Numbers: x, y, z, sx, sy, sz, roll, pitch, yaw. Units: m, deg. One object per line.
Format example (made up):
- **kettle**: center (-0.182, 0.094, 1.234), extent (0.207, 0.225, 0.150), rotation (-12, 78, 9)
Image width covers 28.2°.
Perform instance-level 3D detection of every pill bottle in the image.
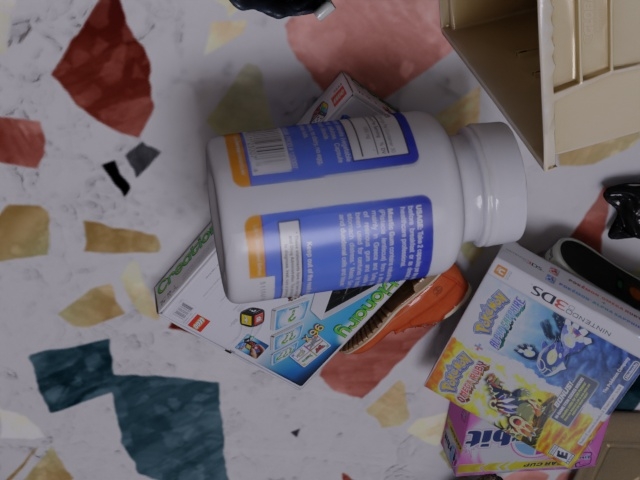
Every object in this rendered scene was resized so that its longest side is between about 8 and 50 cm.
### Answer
- **pill bottle**: center (0.040, -0.035, 1.146), extent (0.272, 0.152, 0.152), rotation (-7, 125, -8)

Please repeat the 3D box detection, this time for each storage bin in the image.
- **storage bin**: center (0.185, -0.243, 1.037), extent (0.123, 0.262, 0.260), rotation (-14, 126, -6)

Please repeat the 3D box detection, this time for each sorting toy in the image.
- **sorting toy**: center (0.453, 0.317, 1.635), extent (0.307, 0.041, 0.229), rotation (5, 118, -18)

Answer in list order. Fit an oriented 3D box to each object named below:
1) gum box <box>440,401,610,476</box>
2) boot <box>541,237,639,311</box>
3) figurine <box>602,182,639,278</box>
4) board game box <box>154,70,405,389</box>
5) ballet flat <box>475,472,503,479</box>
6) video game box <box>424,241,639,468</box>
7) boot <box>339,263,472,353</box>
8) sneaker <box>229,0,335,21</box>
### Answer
- **gum box**: center (0.246, 0.211, 1.488), extent (0.188, 0.062, 0.107), rotation (-2, 124, -13)
- **boot**: center (0.307, 0.124, 1.388), extent (0.244, 0.088, 0.176), rotation (34, 127, -2)
- **figurine**: center (0.413, 0.009, 1.389), extent (0.209, 0.092, 0.215), rotation (-9, 127, 2)
- **board game box**: center (0.000, 0.000, 1.285), extent (0.193, 0.053, 0.305), rotation (32, 111, -29)
- **ballet flat**: center (0.139, 0.482, 1.606), extent (0.182, 0.164, 0.483), rotation (4, 127, 7)
- **video game box**: center (0.231, 0.122, 1.342), extent (0.187, 0.048, 0.205), rotation (30, 128, 9)
- **boot**: center (0.090, 0.079, 1.363), extent (0.158, 0.059, 0.084), rotation (-40, 129, 12)
- **sneaker**: center (-0.064, -0.263, 1.026), extent (0.094, 0.153, 0.235), rotation (-34, 125, 9)
